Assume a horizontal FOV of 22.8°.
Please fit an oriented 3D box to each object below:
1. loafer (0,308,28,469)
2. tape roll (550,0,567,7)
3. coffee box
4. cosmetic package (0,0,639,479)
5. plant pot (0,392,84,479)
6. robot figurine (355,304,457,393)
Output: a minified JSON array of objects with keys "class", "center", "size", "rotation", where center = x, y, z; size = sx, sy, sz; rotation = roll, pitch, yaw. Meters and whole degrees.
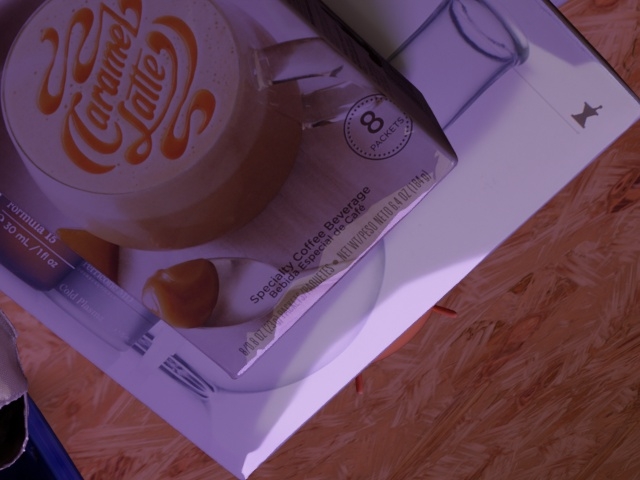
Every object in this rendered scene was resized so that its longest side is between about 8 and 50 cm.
[{"class":"loafer","center":[-0.251,0.080,1.092],"size":[0.102,0.092,0.268],"rotation":[-33,154,-9]},{"class":"tape roll","center":[0.137,-0.240,1.072],"size":[0.219,0.072,0.219],"rotation":[-28,152,-17]},{"class":"coffee box","center":[-0.082,-0.077,0.662],"size":[0.246,0.098,0.141],"rotation":[40,104,-20]},{"class":"cosmetic package","center":[-0.075,-0.100,0.760],"size":[0.377,0.097,0.284],"rotation":[41,102,-21]},{"class":"plant pot","center":[-0.284,0.291,1.251],"size":[0.236,0.236,0.212],"rotation":[-26,158,-23]},{"class":"robot figurine","center":[-0.001,0.001,1.126],"size":[0.158,0.219,0.128],"rotation":[-18,148,-36]}]
